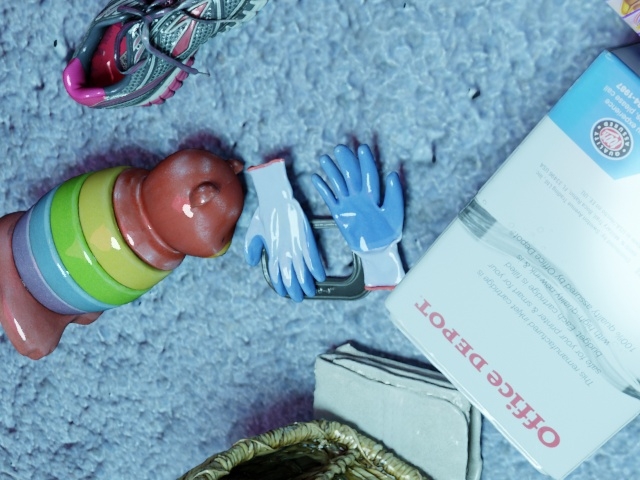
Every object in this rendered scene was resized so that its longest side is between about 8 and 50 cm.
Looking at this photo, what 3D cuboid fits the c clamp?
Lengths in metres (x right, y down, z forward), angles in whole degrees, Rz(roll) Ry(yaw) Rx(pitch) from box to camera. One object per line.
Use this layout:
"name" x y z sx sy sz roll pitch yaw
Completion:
"c clamp" 0.000 0.000 1.111 0.160 0.022 0.137 -7 105 30

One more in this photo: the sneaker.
"sneaker" -0.149 -0.237 1.075 0.121 0.112 0.299 48 121 10

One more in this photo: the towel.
"towel" 0.074 0.257 1.123 0.187 0.049 0.282 14 112 28

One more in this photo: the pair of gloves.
"pair of gloves" -0.001 -0.014 1.078 0.198 0.023 0.159 -8 104 29

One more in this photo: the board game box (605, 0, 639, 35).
"board game box" 0.360 -0.289 0.778 0.233 0.078 0.347 48 122 10

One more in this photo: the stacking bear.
"stacking bear" -0.211 -0.007 1.159 0.289 0.175 0.164 -23 99 24

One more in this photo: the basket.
"basket" -0.025 0.282 0.982 0.223 0.299 0.214 -31 86 37

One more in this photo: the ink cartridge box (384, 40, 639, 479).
"ink cartridge box" 0.239 0.019 0.907 0.223 0.129 0.307 46 121 11
